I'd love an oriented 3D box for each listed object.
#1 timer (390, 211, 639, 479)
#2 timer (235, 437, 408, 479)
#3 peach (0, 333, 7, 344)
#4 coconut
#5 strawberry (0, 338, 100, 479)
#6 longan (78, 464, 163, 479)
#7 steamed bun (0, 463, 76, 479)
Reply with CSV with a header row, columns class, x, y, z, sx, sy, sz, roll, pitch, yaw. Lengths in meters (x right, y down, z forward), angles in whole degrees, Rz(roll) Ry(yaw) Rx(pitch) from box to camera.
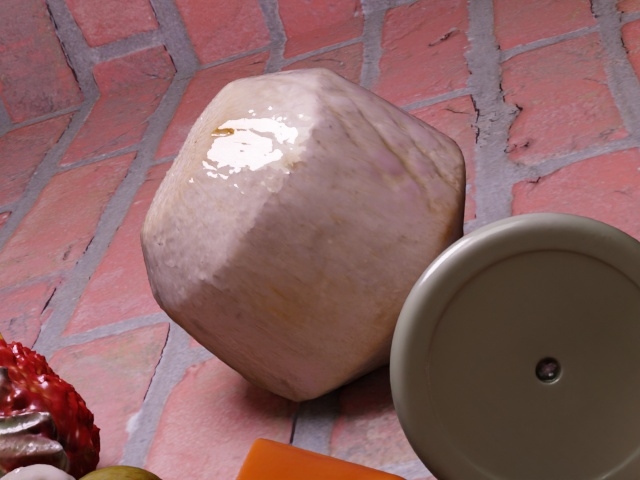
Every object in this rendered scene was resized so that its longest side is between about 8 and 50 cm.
class,x,y,z,sx,sy,sz,roll,pitch,yaw
timer,0.208,0.111,1.382,0.291,0.290,0.315,-20,3,0
timer,-0.017,0.331,1.053,0.161,0.257,0.250,5,32,31
peach,-0.565,0.220,1.706,0.380,0.306,0.242,-43,64,-12
coconut,0.000,0.000,1.654,0.415,0.415,0.344,-24,14,-8
strawberry,-0.385,0.259,1.528,0.292,0.292,0.343,-21,-14,-1
longan,-0.195,0.302,1.383,0.176,0.145,0.154,-21,60,-7
steamed bun,-0.259,0.348,1.168,0.320,0.275,0.206,-28,-6,15
